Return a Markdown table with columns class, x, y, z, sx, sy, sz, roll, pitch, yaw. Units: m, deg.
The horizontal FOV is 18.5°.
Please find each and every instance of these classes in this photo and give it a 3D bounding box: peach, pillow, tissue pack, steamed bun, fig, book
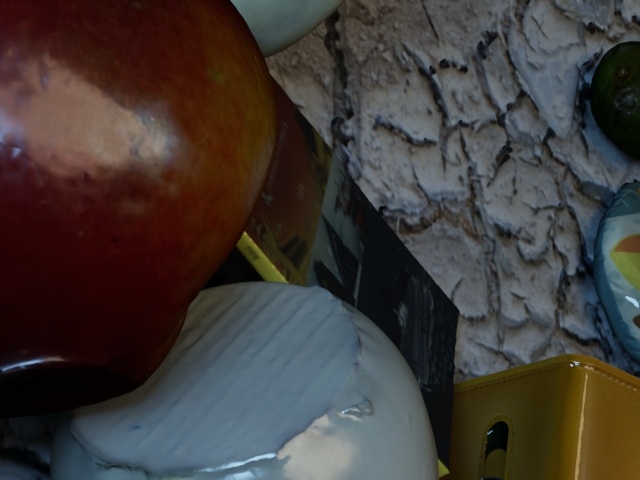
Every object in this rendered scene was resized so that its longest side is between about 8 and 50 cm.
| class | x | y | z | sx | sy | sz | roll | pitch | yaw |
| --- | --- | --- | --- | --- | --- | --- | --- | --- | --- |
| peach | -0.220 | -0.040 | 1.319 | 0.405 | 0.335 | 0.310 | 5 | 71 | -26 |
| pillow | 0.365 | 0.050 | 2.024 | 0.233 | 0.086 | 0.214 | 28 | 49 | -31 |
| tissue pack | 0.194 | 0.260 | 1.724 | 0.145 | 0.194 | 0.275 | 26 | 60 | -30 |
| steamed bun | -0.045 | 0.202 | 1.470 | 0.309 | 0.309 | 0.309 | 14 | 68 | -39 |
| fig | 0.348 | -0.125 | 2.050 | 0.177 | 0.117 | 0.117 | 54 | 45 | -46 |
| book | 0.000 | 0.000 | 1.657 | 0.374 | 0.028 | 0.262 | 51 | 23 | -20 |

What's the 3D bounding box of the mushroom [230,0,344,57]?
| class | x | y | z | sx | sy | sz | roll | pitch | yaw |
| --- | --- | --- | --- | --- | --- | --- | --- | --- | --- |
| mushroom | -0.069 | -0.290 | 1.623 | 0.336 | 0.314 | 0.314 | -4 | 79 | -72 |
